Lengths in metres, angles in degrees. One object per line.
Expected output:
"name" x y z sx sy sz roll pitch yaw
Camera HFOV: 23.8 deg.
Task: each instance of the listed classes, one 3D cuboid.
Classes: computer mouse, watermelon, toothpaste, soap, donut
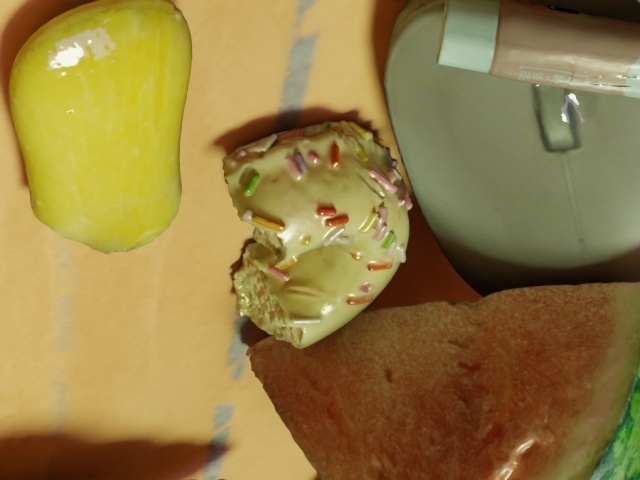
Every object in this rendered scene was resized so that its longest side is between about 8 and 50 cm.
"computer mouse" 0.145 -0.037 0.837 0.197 0.095 0.331 -7 149 16
"watermelon" 0.090 0.173 0.943 0.319 0.222 0.292 -6 151 23
"toothpaste" 0.157 -0.081 0.696 0.205 0.036 0.056 10 162 0
"soap" -0.104 -0.051 0.718 0.089 0.033 0.168 -16 147 -20
"donut" 0.004 -0.003 0.853 0.108 0.065 0.166 -24 150 -13

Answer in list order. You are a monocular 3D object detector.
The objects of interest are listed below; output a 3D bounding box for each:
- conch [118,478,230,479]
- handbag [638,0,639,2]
"conch" -0.188 0.253 0.945 0.368 0.197 0.249 2 172 -44
"handbag" 0.157 -0.200 0.526 0.247 0.240 0.340 -43 147 11
